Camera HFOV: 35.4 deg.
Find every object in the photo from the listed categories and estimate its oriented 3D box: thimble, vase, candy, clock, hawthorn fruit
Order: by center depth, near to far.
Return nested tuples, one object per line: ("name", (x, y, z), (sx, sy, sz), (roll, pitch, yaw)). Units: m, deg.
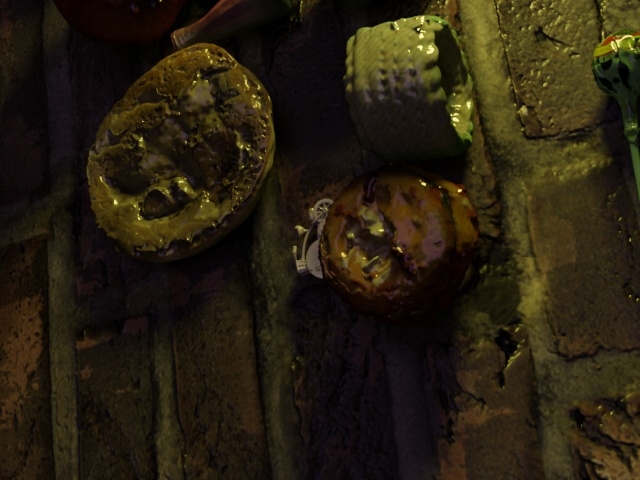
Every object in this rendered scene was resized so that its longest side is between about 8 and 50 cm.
("candy", (0.446, -0.148, 1.410), (0.091, 0.083, 0.306), (-8, 79, 5))
("thimble", (0.132, -0.220, 1.479), (0.150, 0.219, 0.219), (-9, 71, 24))
("clock", (0.000, 0.000, 1.573), (0.087, 0.041, 0.129), (-6, 77, 19))
("vase", (-0.160, -0.385, 1.743), (0.214, 0.086, 0.086), (-25, 66, 21))
("hawthorn fruit", (-0.369, -0.513, 1.775), (0.287, 0.287, 0.330), (-45, 56, 6))

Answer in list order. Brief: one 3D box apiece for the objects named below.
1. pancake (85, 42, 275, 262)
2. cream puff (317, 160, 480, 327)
("pancake", (-0.238, -0.145, 1.701), (0.386, 0.082, 0.387), (-7, 75, 26))
("cream puff", (0.118, 0.006, 1.452), (0.240, 0.164, 0.240), (-10, 74, 35))
